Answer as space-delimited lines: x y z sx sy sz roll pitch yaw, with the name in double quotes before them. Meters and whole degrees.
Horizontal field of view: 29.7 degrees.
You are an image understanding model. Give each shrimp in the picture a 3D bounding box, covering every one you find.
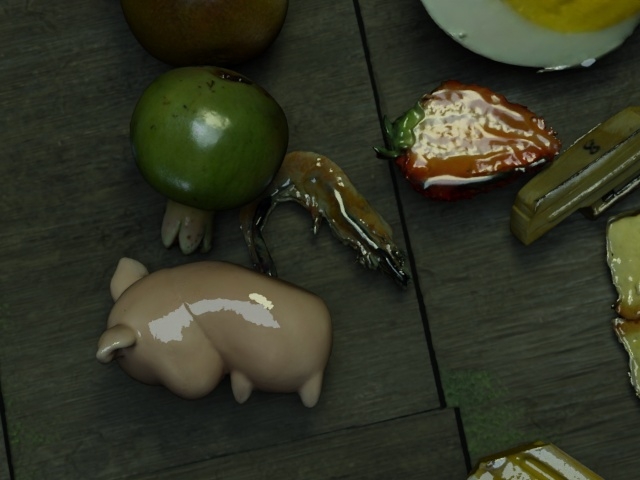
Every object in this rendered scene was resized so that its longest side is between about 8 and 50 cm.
"shrimp" 0.000 0.000 1.375 0.219 0.046 0.152 44 85 12

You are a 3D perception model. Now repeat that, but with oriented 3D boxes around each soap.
"soap" 0.260 0.313 1.299 0.232 0.073 0.140 34 83 8

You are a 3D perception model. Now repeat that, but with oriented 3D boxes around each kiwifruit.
"kiwifruit" -0.133 -0.311 1.361 0.196 0.196 0.234 -3 75 3

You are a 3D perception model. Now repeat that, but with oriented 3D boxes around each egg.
"egg" 0.236 -0.368 1.334 0.337 0.201 0.337 -2 122 -3

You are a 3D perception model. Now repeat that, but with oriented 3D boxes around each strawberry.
"strawberry" 0.160 -0.106 1.363 0.192 0.085 0.140 -25 73 -6

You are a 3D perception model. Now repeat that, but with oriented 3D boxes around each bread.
"bread" 0.410 0.068 1.295 0.178 0.135 0.240 -14 83 1

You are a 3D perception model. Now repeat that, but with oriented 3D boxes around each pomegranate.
"pomegranate" -0.129 -0.091 1.332 0.179 0.179 0.210 12 83 5

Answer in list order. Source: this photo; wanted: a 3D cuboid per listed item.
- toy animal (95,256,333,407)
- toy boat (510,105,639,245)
"toy animal" -0.110 0.098 1.309 0.250 0.166 0.154 2 102 -5
"toy boat" 0.310 -0.070 1.350 0.226 0.088 0.068 -38 40 -1
